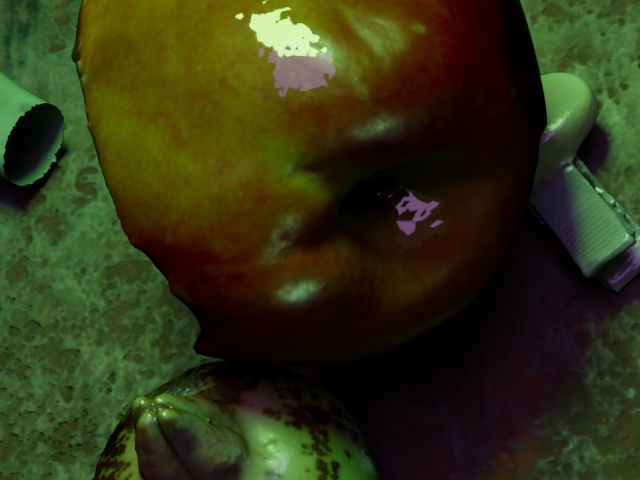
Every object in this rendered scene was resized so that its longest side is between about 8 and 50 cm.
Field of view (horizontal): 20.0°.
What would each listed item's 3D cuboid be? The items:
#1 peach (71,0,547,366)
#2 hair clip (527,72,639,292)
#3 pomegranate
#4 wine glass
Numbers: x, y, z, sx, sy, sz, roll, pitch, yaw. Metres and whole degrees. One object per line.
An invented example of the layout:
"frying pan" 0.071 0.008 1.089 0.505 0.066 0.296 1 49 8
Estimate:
"peach" 0.006 -0.102 1.329 0.310 0.335 0.406 -23 35 13
"hair clip" 0.170 -0.049 1.445 0.159 0.071 0.218 -36 56 2
"pomegranate" -0.075 0.173 1.285 0.214 0.248 0.214 -10 60 17
"wine glass" -0.323 -0.119 1.591 0.202 0.093 0.093 27 73 25
